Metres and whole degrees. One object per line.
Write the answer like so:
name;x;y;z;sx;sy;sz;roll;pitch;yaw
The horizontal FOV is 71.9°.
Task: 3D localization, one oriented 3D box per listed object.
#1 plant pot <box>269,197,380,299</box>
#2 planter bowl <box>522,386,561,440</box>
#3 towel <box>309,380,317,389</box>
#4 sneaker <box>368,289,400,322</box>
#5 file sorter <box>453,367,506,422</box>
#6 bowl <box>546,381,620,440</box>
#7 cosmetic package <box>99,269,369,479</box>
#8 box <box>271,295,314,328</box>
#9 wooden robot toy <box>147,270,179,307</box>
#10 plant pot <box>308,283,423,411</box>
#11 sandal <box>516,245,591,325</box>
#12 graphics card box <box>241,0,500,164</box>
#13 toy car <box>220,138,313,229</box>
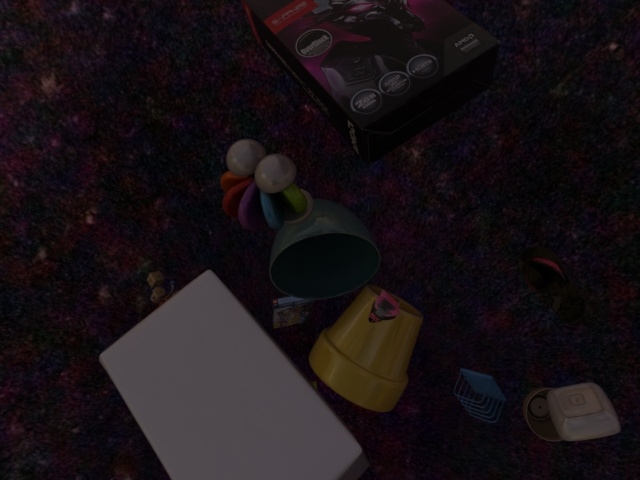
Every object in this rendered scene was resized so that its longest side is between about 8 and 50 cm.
plant pot;0.000;0.000;1.201;0.289;0.290;0.196;-8;51;-2
planter bowl;0.738;0.557;1.450;0.161;0.109;0.162;0;84;4
towel;-0.038;0.444;1.014;0.102;0.021;0.238;9;54;-25
sneaker;0.103;0.123;0.754;0.047;0.119;0.057;43;102;11
file sorter;0.561;0.550;1.560;0.118;0.170;0.105;3;51;46
bowl;0.631;0.405;1.073;0.141;0.053;0.142;-18;24;18
cosmetic package;-0.072;0.187;0.467;0.138;0.225;0.224;-40;64;-13
box;-0.115;0.284;1.774;0.159;0.233;0.044;-10;63;-12
wooden robot toy;-0.368;0.161;1.070;0.173;0.079;0.076;42;32;5
plant pot;0.133;0.254;1.114;0.253;0.254;0.239;30;97;12
sandal;0.373;0.063;0.726;0.040;0.067;0.179;20;28;-18
graphics card box;0.060;-0.314;0.692;0.232;0.094;0.371;-32;63;-5
toy car;-0.111;-0.085;0.814;0.181;0.159;0.136;31;74;29
